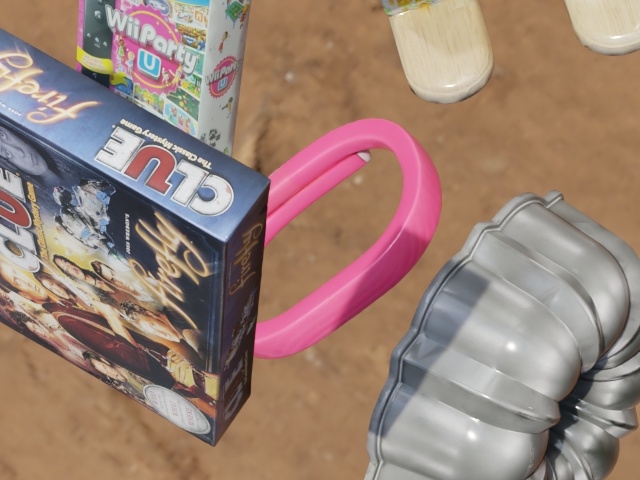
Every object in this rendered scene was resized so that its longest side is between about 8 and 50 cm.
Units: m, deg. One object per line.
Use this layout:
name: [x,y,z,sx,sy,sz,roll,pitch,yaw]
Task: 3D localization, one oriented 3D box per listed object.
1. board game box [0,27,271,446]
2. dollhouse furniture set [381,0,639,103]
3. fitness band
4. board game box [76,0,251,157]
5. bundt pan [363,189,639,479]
board game box: [-0.110,0.006,0.945,0.165,0.042,0.243,29,153,12]
dollhouse furniture set: [0.204,-0.233,1.158,0.394,0.256,0.362,-16,151,5]
fitness band: [0.000,0.000,1.869,0.291,0.209,0.054,-38,133,19]
board game box: [-0.212,-0.244,2.390,0.224,0.097,0.303,28,129,26]
bundt pan: [0.182,0.130,1.541,0.124,0.331,0.331,26,149,30]
